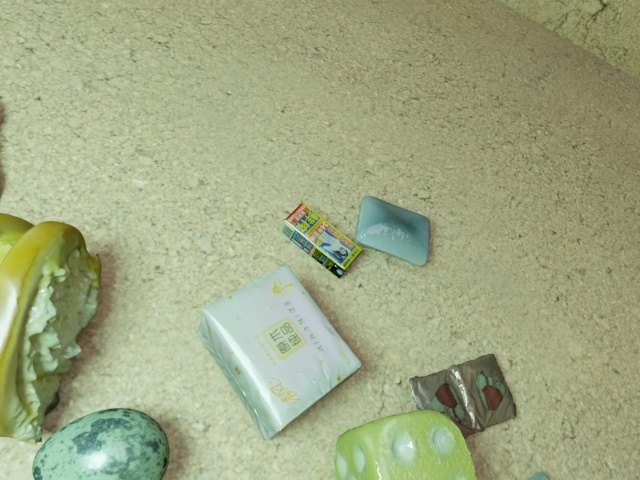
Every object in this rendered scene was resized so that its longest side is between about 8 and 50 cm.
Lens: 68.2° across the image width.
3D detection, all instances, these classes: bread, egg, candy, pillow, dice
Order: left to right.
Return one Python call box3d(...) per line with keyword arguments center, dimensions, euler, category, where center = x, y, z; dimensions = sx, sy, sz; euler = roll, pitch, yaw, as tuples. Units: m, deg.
box3d(center=(-0.462, 0.097, 0.640), dimensions=(0.270, 0.211, 0.315), euler=(16, 58, -12), category="bread")
box3d(center=(-0.293, 0.297, 0.639), dimensions=(0.172, 0.132, 0.132), euler=(-2, 59, -10), category="egg")
box3d(center=(0.168, -0.025, 1.076), dimensions=(0.174, 0.071, 0.138), euler=(20, 54, -9), category="candy")
box3d(center=(0.128, 0.372, 0.740), dimensions=(0.166, 0.169, 0.169), euler=(0, 58, -22), category="dice")
box3d(center=(0.280, 0.309, 0.923), dimensions=(0.248, 0.049, 0.135), euler=(-7, 63, -31), category="pillow")

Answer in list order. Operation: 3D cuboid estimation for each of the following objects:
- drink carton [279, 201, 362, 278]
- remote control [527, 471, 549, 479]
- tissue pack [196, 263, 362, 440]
box3d(center=(0.000, 0.000, 1.002), dimensions=(0.166, 0.056, 0.071), euler=(40, 61, 6), category="drink carton")
box3d(center=(0.442, 0.567, 0.820), dimensions=(0.103, 0.051, 0.293), euler=(-13, 66, -29), category="remote control")
box3d(center=(-0.072, 0.184, 0.808), dimensions=(0.185, 0.124, 0.225), euler=(-28, 72, -32), category="tissue pack")
